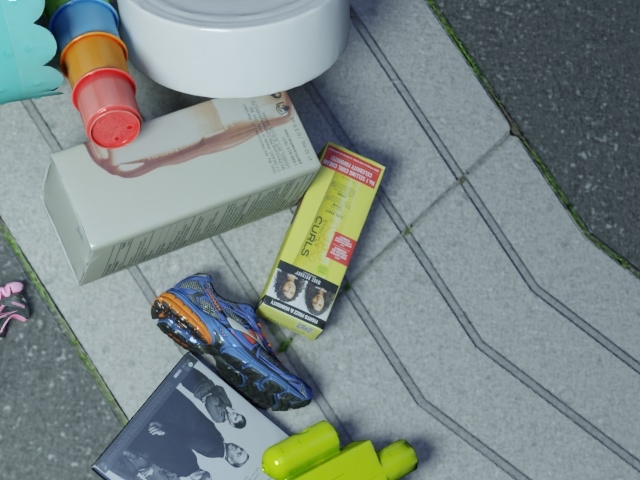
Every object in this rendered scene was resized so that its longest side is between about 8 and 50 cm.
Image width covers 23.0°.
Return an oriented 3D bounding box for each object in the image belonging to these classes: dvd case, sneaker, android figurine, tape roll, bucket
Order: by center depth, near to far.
[{"bbox_3d":[-0.416,-0.276,1.797,0.183,0.281,0.281,-15,78,-12],"label":"bucket"},{"bbox_3d":[-0.389,0.093,1.814,0.119,0.047,0.057,-25,93,-20],"label":"sneaker"},{"bbox_3d":[0.011,0.341,1.817,0.272,0.056,0.248,-26,94,-27],"label":"android figurine"},{"bbox_3d":[-0.120,0.273,1.840,0.238,0.029,0.179,40,67,-2],"label":"dvd case"},{"bbox_3d":[-0.092,0.118,1.870,0.221,0.083,0.087,41,59,-5],"label":"sneaker"},{"bbox_3d":[-0.105,-0.292,1.901,0.286,0.100,0.286,-1,41,1],"label":"tape roll"}]

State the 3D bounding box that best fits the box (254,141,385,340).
[{"bbox_3d":[0.000,0.000,1.941,0.087,0.058,0.232,25,68,-6],"label":"box"}]

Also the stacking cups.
[{"bbox_3d":[-0.277,-0.235,1.836,0.096,0.096,0.316,-4,45,-17],"label":"stacking cups"}]

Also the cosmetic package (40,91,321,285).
[{"bbox_3d":[-0.168,-0.071,1.866,0.296,0.153,0.129,-21,79,-22],"label":"cosmetic package"}]
